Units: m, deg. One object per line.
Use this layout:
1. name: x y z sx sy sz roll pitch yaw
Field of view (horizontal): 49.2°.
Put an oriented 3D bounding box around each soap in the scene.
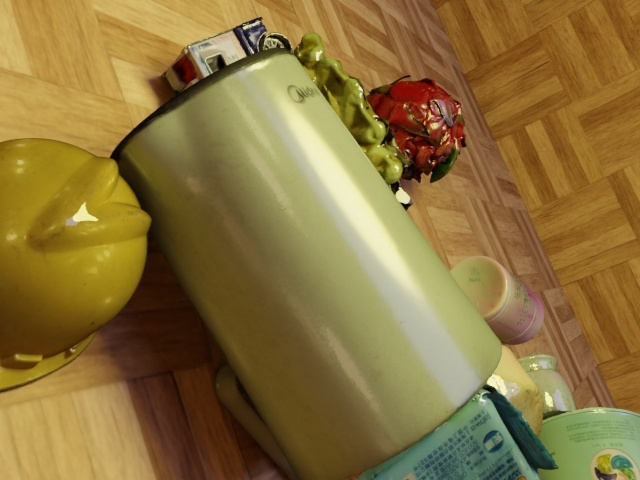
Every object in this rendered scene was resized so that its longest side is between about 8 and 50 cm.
1. soap: 0.113 0.284 0.785 0.156 0.293 0.077 59 -12 -13

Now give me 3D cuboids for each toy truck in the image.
1. toy truck: -0.085 -0.145 0.950 0.155 0.124 0.268 -31 95 -32

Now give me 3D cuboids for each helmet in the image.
1. helmet: -0.222 -0.004 0.567 0.205 0.140 0.257 59 23 -9

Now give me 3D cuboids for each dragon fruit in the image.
1. dragon fruit: 0.189 -0.262 1.560 0.293 0.234 0.234 36 20 16

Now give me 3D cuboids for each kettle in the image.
1. kettle: 0.000 0.000 0.761 0.377 0.250 0.361 56 32 -3

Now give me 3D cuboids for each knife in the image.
1. knife: -0.028 0.236 0.811 0.265 0.040 0.073 54 23 -18

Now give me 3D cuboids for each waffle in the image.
1. waffle: 0.016 -0.139 1.061 0.073 0.297 0.317 -25 76 -21

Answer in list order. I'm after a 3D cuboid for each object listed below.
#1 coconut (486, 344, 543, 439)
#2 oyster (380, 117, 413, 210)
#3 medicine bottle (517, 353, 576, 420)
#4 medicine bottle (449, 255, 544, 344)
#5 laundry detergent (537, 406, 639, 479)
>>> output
1. coconut: 0.162 0.233 0.965 0.259 0.259 0.259 44 31 -36
2. oyster: 0.071 -0.130 1.209 0.096 0.221 0.361 -2 53 -21
3. medicine bottle: 0.480 0.342 1.557 0.147 0.147 0.143 35 35 -45
4. medicine bottle: 0.397 0.141 1.587 0.254 0.152 0.152 31 40 -50
5. laundry detergent: 0.547 0.529 1.343 0.287 0.287 0.305 44 31 -35
